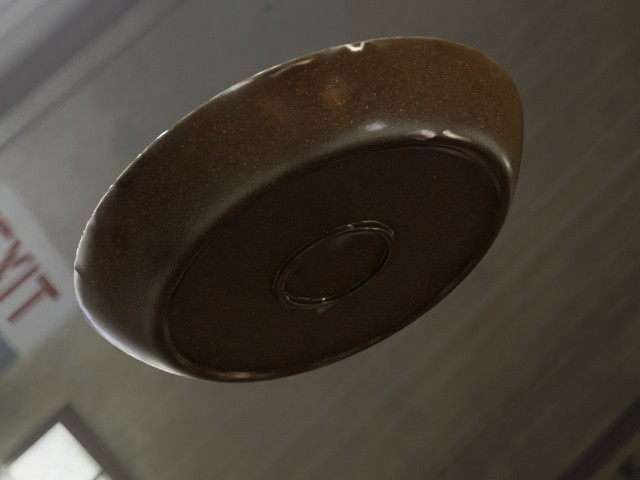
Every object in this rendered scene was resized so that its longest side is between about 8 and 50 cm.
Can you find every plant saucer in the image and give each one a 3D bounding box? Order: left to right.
[{"bbox_3d":[0.000,0.000,0.566,0.168,0.168,0.029,72,-7,-60],"label":"plant saucer"}]
